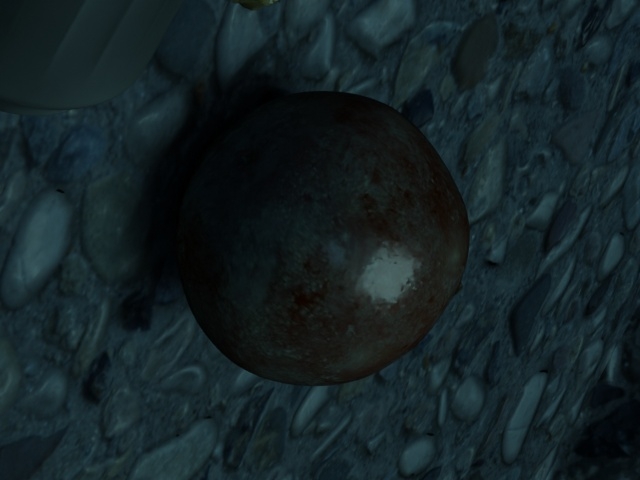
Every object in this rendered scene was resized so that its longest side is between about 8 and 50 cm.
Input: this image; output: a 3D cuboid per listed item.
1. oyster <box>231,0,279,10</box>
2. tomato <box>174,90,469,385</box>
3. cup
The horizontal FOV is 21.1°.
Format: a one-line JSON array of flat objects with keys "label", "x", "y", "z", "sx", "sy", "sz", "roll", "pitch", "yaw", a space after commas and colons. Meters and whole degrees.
[{"label": "oyster", "x": -0.048, "y": -0.358, "z": 1.635, "sx": 0.166, "sy": 0.094, "sz": 0.294, "roll": -48, "pitch": 160, "yaw": -73}, {"label": "tomato", "x": 0.000, "y": 0.000, "z": 1.815, "sx": 0.316, "sy": 0.317, "sz": 0.282, "roll": -55, "pitch": 130, "yaw": -11}, {"label": "cup", "x": -0.151, "y": -0.274, "z": 1.295, "sx": 0.323, "sy": 0.237, "sz": 0.327, "roll": -8, "pitch": 147, "yaw": -41}]
